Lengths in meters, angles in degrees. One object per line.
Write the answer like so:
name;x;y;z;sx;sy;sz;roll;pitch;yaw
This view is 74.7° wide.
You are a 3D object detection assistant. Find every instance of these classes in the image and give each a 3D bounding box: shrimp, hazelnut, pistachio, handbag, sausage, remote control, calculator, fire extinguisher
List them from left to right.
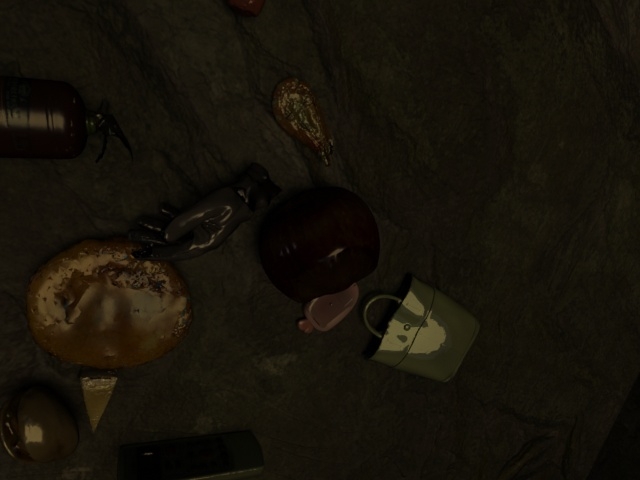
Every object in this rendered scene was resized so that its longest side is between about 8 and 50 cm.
fire extinguisher;-0.449;-0.164;0.583;0.337;0.114;0.135;-4;66;-24
pistachio;-0.487;0.323;0.730;0.113;0.113;0.149;-18;107;-19
remote control;-0.260;0.453;0.862;0.286;0.123;0.038;4;106;-24
sausage;-0.107;-0.454;0.692;0.062;0.062;0.154;15;98;-28
shrimp;-0.026;-0.225;0.815;0.091;0.043;0.184;-37;111;-3
hazelnut;0.000;0.000;0.800;0.234;0.218;0.218;-20;113;-18
calculator;0.018;0.150;0.954;0.166;0.024;0.103;-41;118;-10
handbag;0.229;0.217;1.059;0.315;0.109;0.241;27;92;-16

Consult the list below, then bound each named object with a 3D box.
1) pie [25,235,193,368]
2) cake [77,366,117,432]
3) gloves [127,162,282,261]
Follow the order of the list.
pie;-0.361;0.116;0.742;0.273;0.069;0.273;-8;110;-24
cake;-0.411;0.297;0.782;0.065;0.052;0.121;-5;107;-26
gloves;-0.196;-0.045;0.740;0.286;0.142;0.119;-27;88;-15
